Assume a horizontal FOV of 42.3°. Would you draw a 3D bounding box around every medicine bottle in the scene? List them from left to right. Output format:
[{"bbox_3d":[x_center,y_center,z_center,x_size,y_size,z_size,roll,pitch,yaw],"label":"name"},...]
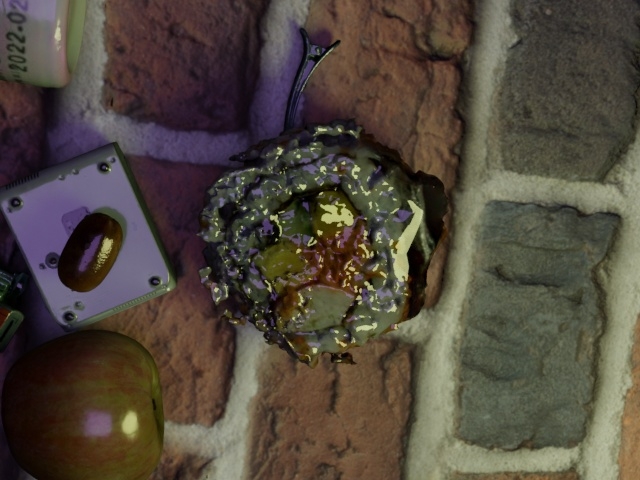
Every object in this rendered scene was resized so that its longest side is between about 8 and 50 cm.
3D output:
[{"bbox_3d":[-0.541,-0.351,1.168,0.388,0.219,0.219,7,97,-11],"label":"medicine bottle"}]

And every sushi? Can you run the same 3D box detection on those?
[{"bbox_3d":[-0.004,-0.001,1.334,0.418,0.176,0.417,-3,107,-9],"label":"sushi"}]

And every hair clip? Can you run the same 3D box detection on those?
[{"bbox_3d":[-0.034,-0.229,1.366,0.070,0.039,0.229,16,101,-11],"label":"hair clip"}]

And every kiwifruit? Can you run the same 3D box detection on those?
[{"bbox_3d":[-0.340,0.019,1.223,0.075,0.075,0.124,25,90,-12],"label":"kiwifruit"}]

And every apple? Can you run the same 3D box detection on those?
[{"bbox_3d":[-0.363,0.265,1.276,0.234,0.257,0.256,-3,99,-8],"label":"apple"}]

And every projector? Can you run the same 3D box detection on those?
[{"bbox_3d":[-0.365,-0.005,1.306,0.198,0.108,0.250,-22,102,-4],"label":"projector"}]

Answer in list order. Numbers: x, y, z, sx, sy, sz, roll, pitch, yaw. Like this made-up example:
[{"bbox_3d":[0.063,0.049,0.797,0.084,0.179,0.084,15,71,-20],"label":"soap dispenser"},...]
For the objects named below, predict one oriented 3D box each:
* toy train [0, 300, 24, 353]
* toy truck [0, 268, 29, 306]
[{"bbox_3d":[-0.643,0.039,1.243,0.409,0.086,0.089,30,76,2],"label":"toy train"},{"bbox_3d":[-0.534,0.108,1.313,0.080,0.078,0.154,30,93,-14],"label":"toy truck"}]
